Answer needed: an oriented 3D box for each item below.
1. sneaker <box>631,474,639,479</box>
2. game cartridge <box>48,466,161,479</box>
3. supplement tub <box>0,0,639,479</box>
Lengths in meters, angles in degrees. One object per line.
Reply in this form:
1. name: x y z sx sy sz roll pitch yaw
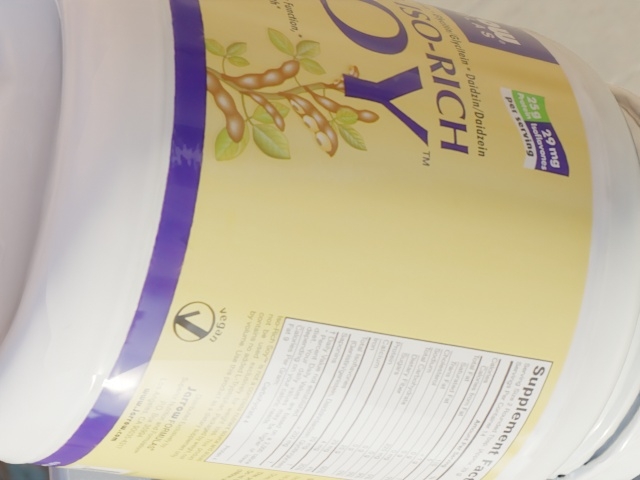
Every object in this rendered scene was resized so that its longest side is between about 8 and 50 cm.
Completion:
1. sneaker: 0.386 0.177 1.382 0.447 0.257 0.169 159 106 -84
2. game cartridge: -0.009 0.155 1.085 0.062 0.297 0.198 180 85 -68
3. supplement tub: 0.000 0.000 0.874 0.331 0.241 0.241 10 161 -27
